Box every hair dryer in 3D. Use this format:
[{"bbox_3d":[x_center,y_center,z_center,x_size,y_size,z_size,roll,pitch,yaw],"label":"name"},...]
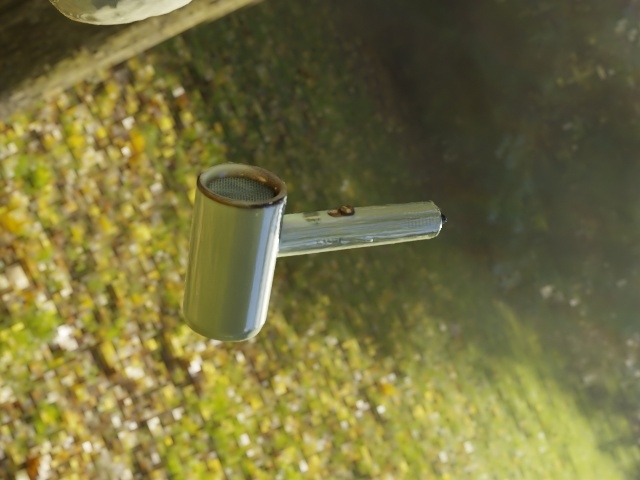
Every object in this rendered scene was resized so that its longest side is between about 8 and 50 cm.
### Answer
[{"bbox_3d":[0.000,0.000,1.180,0.073,0.236,0.131,42,-48,46],"label":"hair dryer"}]

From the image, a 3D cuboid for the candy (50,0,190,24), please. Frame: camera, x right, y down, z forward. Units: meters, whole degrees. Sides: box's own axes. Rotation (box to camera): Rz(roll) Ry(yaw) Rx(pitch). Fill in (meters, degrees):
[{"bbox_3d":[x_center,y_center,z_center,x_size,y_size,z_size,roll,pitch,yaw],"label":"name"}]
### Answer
[{"bbox_3d":[-0.151,-0.388,1.069,0.386,0.186,0.426,-59,138,-69],"label":"candy"}]
